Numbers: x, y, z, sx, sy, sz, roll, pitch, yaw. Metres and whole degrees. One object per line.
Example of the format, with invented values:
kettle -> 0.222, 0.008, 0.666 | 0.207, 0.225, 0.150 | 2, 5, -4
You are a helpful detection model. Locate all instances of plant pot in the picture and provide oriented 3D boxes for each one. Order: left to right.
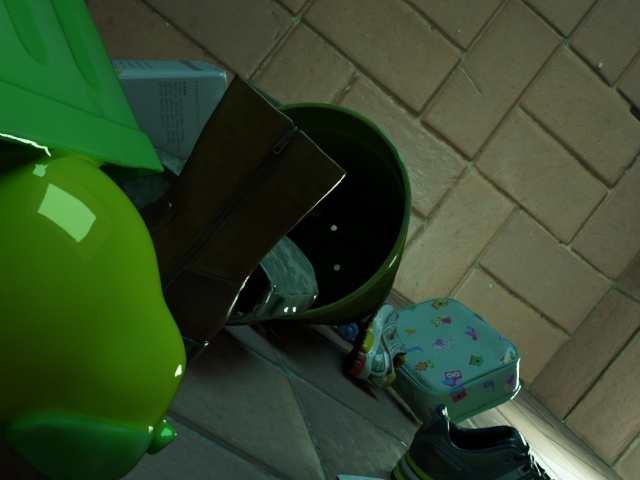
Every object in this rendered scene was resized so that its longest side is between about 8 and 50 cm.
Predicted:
plant pot -> 0.000, 0.000, 1.299 | 0.366, 0.366, 0.353 | 39, -6, 22

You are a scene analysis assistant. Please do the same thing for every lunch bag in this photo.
lunch bag -> -0.148, 0.015, 0.898 | 0.287, 0.169, 0.235 | 34, 3, 13
lunch bag -> 0.225, 0.227, 1.389 | 0.279, 0.224, 0.108 | 41, -31, 57

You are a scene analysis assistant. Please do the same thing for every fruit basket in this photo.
fruit basket -> -0.242, -0.019, 0.450 | 0.392, 0.283, 0.392 | -9, 90, -84

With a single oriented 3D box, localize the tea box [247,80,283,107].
tea box -> -0.122, -0.159, 1.818 | 0.329, 0.323, 0.220 | 40, 5, 23

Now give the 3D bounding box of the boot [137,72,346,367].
boot -> -0.155, -0.043, 0.701 | 0.264, 0.280, 0.096 | 37, 5, -7

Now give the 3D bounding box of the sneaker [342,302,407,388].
sneaker -> 0.110, 0.196, 1.320 | 0.093, 0.088, 0.225 | 34, 30, 0

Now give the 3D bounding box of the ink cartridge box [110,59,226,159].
ink cartridge box -> -0.308, -0.195, 1.066 | 0.306, 0.131, 0.226 | -3, 19, -18

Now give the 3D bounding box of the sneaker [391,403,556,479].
sneaker -> 0.245, 0.302, 0.893 | 0.300, 0.121, 0.111 | 19, 13, 3

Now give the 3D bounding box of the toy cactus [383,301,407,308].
toy cactus -> 0.210, 0.216, 1.777 | 0.180, 0.112, 0.219 | 14, 3, 12

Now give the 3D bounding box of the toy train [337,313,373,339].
toy train -> 0.114, 0.186, 1.548 | 0.184, 0.105, 0.080 | 37, 4, -10

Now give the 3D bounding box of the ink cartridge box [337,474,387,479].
ink cartridge box -> 0.111, 0.318, 0.765 | 0.179, 0.045, 0.145 | 15, 15, -24
